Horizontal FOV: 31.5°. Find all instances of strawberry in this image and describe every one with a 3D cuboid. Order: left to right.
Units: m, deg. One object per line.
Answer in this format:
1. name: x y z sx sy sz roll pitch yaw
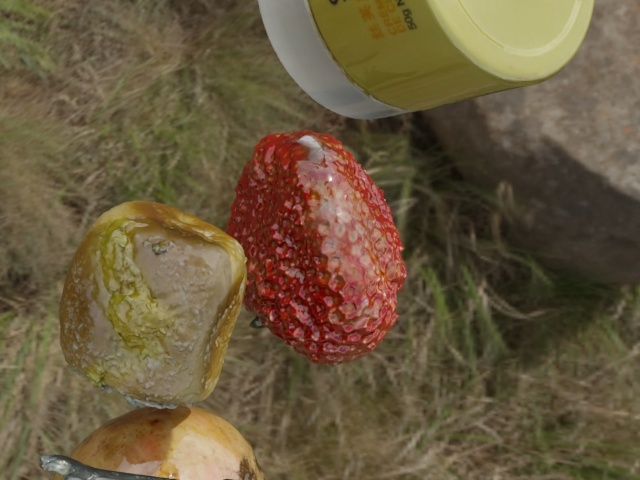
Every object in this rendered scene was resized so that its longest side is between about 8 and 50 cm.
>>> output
1. strawberry: 0.000 0.000 1.649 0.267 0.312 0.351 -24 135 -24

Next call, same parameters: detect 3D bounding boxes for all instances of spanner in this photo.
1. spanner: -0.158 0.237 1.107 0.254 0.054 0.015 19 97 -40

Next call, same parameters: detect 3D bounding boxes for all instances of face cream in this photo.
1. face cream: 0.086 -0.217 0.914 0.218 0.179 0.218 4 83 -40

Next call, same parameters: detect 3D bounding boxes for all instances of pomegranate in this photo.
1. pomegranate: -0.217 0.366 1.517 0.322 0.322 0.322 2 85 -29

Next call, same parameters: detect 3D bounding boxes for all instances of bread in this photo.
1. bread: -0.210 0.092 1.372 0.176 0.195 0.246 -19 128 -65
